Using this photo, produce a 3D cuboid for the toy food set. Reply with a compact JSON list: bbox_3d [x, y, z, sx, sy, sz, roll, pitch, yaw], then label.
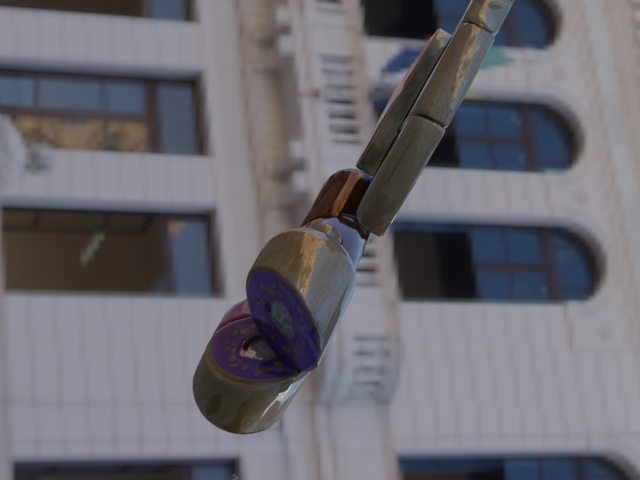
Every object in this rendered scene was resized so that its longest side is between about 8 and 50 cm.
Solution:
[{"bbox_3d":[0.000,0.000,0.348,0.122,0.019,0.078,-61,-178,-17],"label":"toy food set"}]
